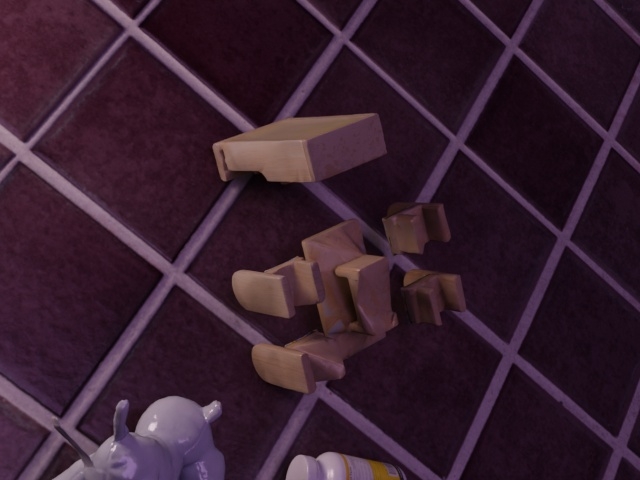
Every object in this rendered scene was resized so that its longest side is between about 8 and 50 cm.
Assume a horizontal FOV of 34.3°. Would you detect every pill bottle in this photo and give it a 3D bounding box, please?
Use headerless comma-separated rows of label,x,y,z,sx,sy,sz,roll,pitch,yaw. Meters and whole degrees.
pill bottle,0.041,0.397,1.665,0.184,0.103,0.103,17,66,-25

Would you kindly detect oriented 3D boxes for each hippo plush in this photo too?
hippo plush,-0.263,0.328,1.481,0.294,0.234,0.236,69,24,-12

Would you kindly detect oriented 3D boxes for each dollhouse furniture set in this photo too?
dollhouse furniture set,0.000,0.000,1.750,0.362,0.256,0.394,-24,108,-34
